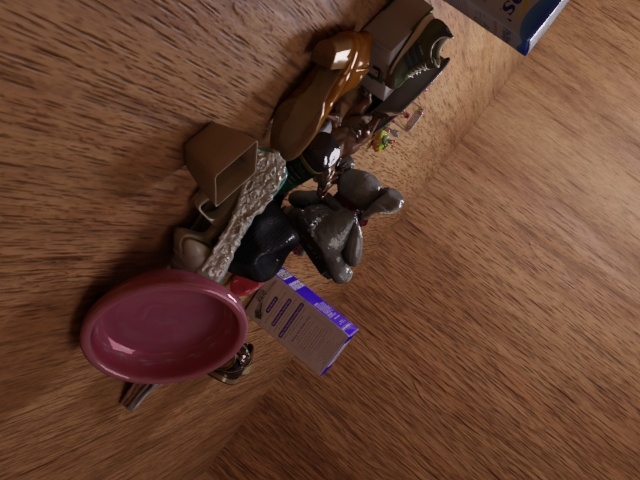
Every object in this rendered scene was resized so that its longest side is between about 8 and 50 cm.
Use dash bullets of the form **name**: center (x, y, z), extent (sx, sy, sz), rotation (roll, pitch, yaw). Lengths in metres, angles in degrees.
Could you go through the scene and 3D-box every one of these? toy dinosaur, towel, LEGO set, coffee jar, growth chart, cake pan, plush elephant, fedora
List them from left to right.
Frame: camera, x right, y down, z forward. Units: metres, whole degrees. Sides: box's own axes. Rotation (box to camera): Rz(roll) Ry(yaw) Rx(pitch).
- **towel**: center (-0.377, 0.310, 1.929), extent (0.317, 0.053, 0.332), rotation (-39, 173, -44)
- **fedora**: center (-0.153, 0.001, 1.715), extent (0.334, 0.152, 0.334), rotation (-48, 167, -14)
- **coffee jar**: center (-0.041, -0.176, 1.609), extent (0.184, 0.079, 0.096), rotation (-25, -162, 46)
- **growth chart**: center (-0.018, -0.243, 1.795), extent (0.237, 0.021, 0.172), rotation (-48, 167, -14)
- **plush elephant**: center (0.061, -0.085, 1.869), extent (0.255, 0.272, 0.330), rotation (-39, 167, -10)
- **toy dinosaur**: center (0.065, -0.247, 1.727), extent (0.296, 0.127, 0.200), rotation (-38, 160, -36)
- **LEGO set**: center (0.242, -0.357, 2.186), extent (0.132, 0.107, 0.287), rotation (-35, 160, -51)
- **cake pan**: center (0.222, -0.402, 1.898), extent (0.293, 0.054, 0.293), rotation (-44, -171, 9)

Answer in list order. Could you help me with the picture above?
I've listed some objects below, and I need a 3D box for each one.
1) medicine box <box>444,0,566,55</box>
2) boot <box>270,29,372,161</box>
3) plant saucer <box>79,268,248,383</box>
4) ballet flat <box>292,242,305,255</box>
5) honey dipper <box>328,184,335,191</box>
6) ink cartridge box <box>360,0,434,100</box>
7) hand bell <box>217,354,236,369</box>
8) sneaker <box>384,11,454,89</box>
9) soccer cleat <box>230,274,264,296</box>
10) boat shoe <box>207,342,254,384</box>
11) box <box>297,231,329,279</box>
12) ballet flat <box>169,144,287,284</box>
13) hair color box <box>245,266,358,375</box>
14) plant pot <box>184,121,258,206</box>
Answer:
- **medicine box**: center (0.470, -0.650, 1.721), extent (0.263, 0.289, 0.149), rotation (-53, 168, 9)
- **boot**: center (0.015, -0.311, 1.522), extent (0.211, 0.104, 0.295), rotation (-30, 152, -58)
- **plant saucer**: center (-0.317, 0.170, 1.446), extent (0.332, 0.084, 0.332), rotation (-9, 138, -8)
- **ballet flat**: center (-0.026, -0.055, 2.223), extent (0.221, 0.077, 0.079), rotation (-52, 150, -17)
- **honey dipper**: center (0.020, -0.151, 2.180), extent (0.160, 0.030, 0.030), rotation (-46, 167, -12)
- **ink cartridge box**: center (0.174, -0.460, 1.681), extent (0.160, 0.093, 0.219), rotation (-47, 167, -14)
- **hand bell**: center (-0.290, 0.304, 2.289), extent (0.126, 0.126, 0.242), rotation (-57, 179, 25)
- **sneaker**: center (0.226, -0.408, 1.593), extent (0.192, 0.086, 0.064), rotation (-57, 165, 28)
- **soccer cleat**: center (-0.167, 0.074, 2.057), extent (0.248, 0.083, 0.095), rotation (-50, 172, -18)
- **boat shoe**: center (-0.307, 0.420, 2.500), extent (0.123, 0.123, 0.342), rotation (-66, 166, 3)
- **box**: center (0.000, 0.000, 2.086), extent (0.108, 0.207, 0.153), rotation (-35, 170, 1)
- **ballet flat**: center (-0.228, -0.035, 1.477), extent (0.408, 0.147, 0.147), rotation (-56, 167, 10)
- **hair color box**: center (-0.066, 0.266, 2.348), extent (0.185, 0.339, 0.110), rotation (-55, 169, 19)
- **plant pot**: center (-0.187, -0.149, 1.288), extent (0.109, 0.096, 0.109), rotation (-44, 166, -24)
